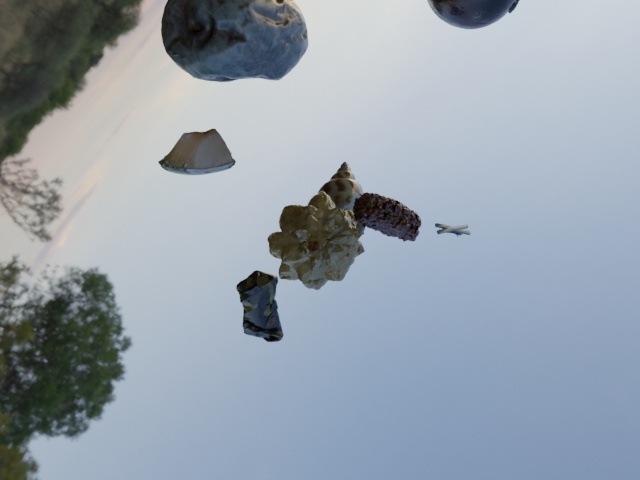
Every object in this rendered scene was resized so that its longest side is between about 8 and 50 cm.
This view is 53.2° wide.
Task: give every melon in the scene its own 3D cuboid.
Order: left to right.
[{"bbox_3d":[-0.286,-0.178,1.338,0.202,0.093,0.139,1,-165,35],"label":"melon"}]

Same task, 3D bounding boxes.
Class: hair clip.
[{"bbox_3d":[0.331,-0.024,1.631,0.039,0.115,0.030,-40,-123,41],"label":"hair clip"}]

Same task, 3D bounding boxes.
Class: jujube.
[{"bbox_3d":[-0.168,-0.442,1.336,0.246,0.215,0.308,6,-166,28],"label":"jujube"}]

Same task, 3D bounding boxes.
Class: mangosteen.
[{"bbox_3d":[0.392,-0.705,1.658,0.311,0.311,0.311,-38,-151,25],"label":"mangosteen"}]

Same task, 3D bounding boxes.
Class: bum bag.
[{"bbox_3d":[-0.152,0.168,1.610,0.107,0.232,0.060,-7,-146,-3],"label":"bum bag"}]

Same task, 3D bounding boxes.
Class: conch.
[{"bbox_3d":[0.064,-0.118,2.067,0.149,0.183,0.275,24,-90,40],"label":"conch"}]

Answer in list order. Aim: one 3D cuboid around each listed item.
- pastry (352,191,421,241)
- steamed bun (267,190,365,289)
[{"bbox_3d":[0.198,-0.071,1.855,0.115,0.208,0.097,156,-47,-71],"label":"pastry"},{"bbox_3d":[0.000,0.000,1.878,0.137,0.295,0.292,173,-69,-79],"label":"steamed bun"}]
